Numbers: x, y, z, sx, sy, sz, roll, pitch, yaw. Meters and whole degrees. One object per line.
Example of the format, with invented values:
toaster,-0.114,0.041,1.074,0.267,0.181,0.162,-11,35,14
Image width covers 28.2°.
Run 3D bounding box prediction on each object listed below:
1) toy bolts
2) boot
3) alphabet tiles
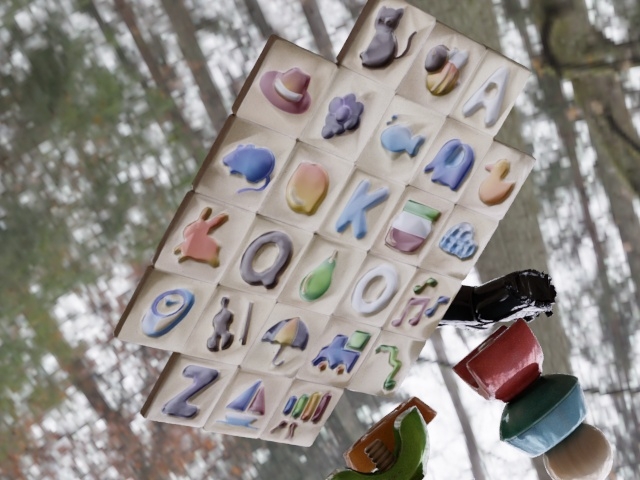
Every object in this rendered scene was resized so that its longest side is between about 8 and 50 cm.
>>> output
toy bolts,0.141,0.198,1.133,0.228,0.218,0.158,-39,-94,-3
boot,0.144,0.052,1.144,0.099,0.121,0.045,-24,-119,50
alphabet tiles,0.014,-0.001,0.919,0.011,0.285,0.343,42,-72,44
